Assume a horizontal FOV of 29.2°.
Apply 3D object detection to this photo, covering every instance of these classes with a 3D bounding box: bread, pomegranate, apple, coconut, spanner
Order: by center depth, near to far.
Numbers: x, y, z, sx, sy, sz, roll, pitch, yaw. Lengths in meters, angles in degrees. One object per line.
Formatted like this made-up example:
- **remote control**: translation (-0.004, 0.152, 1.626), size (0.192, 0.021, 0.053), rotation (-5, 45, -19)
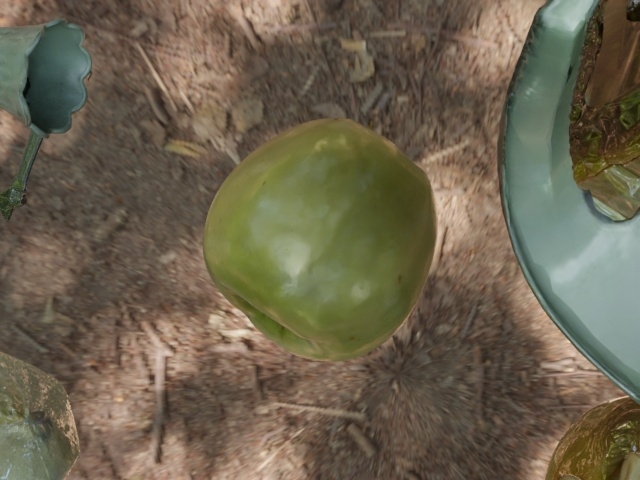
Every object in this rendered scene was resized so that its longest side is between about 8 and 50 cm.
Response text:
- **bread**: translation (0.244, -0.117, 0.847), size (0.109, 0.192, 0.210), rotation (28, 64, -19)
- **apple**: translation (0.000, 0.000, 1.330), size (0.262, 0.262, 0.262), rotation (0, 84, 4)
- **coconut**: translation (-0.406, 0.247, 1.496), size (0.230, 0.227, 0.227), rotation (-31, 81, 35)
- **pomegranate**: translation (0.426, 0.330, 1.564), size (0.307, 0.307, 0.307), rotation (0, 84, 4)
- **spanner**: translation (-0.390, -0.111, 1.632), size (0.046, 0.012, 0.208), rotation (40, 121, 23)

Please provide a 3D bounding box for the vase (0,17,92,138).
- **vase**: translation (-0.240, -0.123, 0.838), size (0.148, 0.081, 0.081), rotation (14, 85, 19)

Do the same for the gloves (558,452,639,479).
- **gloves**: translation (0.181, 0.200, 0.590), size (0.124, 0.164, 0.203), rotation (-44, 62, -3)

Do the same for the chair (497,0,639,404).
- **chair**: translation (0.180, -0.090, 0.374), size (0.203, 0.190, 0.275), rotation (19, 114, 7)
